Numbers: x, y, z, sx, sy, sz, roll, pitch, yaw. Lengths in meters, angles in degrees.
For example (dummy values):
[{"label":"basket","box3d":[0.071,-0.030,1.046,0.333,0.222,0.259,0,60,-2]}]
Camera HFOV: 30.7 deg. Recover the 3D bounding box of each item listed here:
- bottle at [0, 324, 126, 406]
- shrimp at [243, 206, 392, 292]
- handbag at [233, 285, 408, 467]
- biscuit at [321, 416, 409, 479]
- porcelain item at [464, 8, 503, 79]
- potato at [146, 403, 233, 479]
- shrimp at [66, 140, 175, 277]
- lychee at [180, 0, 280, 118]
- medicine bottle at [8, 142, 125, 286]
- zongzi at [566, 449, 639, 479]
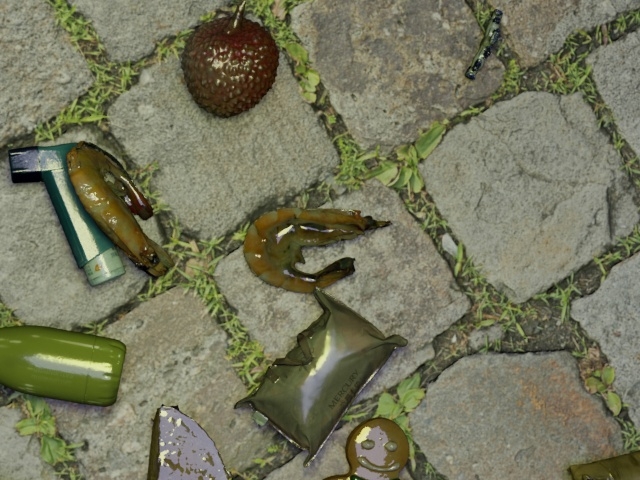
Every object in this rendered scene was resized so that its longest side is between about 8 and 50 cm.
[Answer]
[{"label":"bottle","box3d":[-0.445,0.191,1.851,0.260,0.112,0.112,11,84,-9]},{"label":"shrimp","box3d":[-0.002,0.017,1.966,0.254,0.059,0.145,2,88,-9]},{"label":"handbag","box3d":[-0.006,0.216,1.924,0.182,0.117,0.270,38,82,4]},{"label":"biscuit","box3d":[0.090,0.448,1.952,0.197,0.049,0.301,7,83,-11]},{"label":"porcelain item","box3d":[0.293,-0.347,2.034,0.021,0.075,0.136,25,83,-5]},{"label":"potato","box3d":[-0.215,0.392,1.881,0.138,0.098,0.243,8,78,-12]},{"label":"shrimp","box3d":[-0.322,-0.056,1.885,0.058,0.173,0.253,-29,118,18]},{"label":"lychee","box3d":[-0.148,-0.297,1.912,0.165,0.165,0.197,-3,127,-9]},{"label":"medicine bottle","box3d":[-0.407,-0.047,1.893,0.124,0.079,0.258,-25,90,-18]},{"label":"zongzi","box3d":[0.515,0.457,2.008,0.160,0.078,0.176,-11,97,-10]}]
